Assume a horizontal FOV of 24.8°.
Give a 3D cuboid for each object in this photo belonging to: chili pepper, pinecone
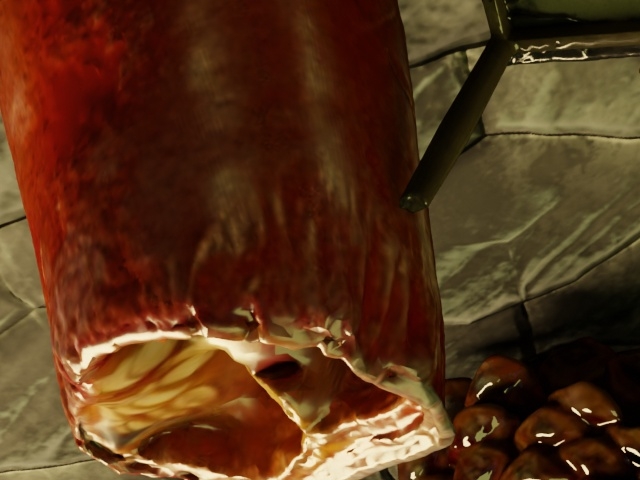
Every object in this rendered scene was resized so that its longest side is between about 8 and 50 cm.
[{"bbox_3d":[-0.065,-0.028,0.722,0.229,0.305,0.251,23,138,-37],"label":"chili pepper"},{"bbox_3d":[0.234,0.271,1.227,0.397,0.398,0.398,-13,145,-9],"label":"pinecone"}]

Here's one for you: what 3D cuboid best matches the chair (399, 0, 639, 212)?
[{"bbox_3d":[0.136,-0.149,0.638,0.188,0.272,0.166,0,127,30],"label":"chair"}]
